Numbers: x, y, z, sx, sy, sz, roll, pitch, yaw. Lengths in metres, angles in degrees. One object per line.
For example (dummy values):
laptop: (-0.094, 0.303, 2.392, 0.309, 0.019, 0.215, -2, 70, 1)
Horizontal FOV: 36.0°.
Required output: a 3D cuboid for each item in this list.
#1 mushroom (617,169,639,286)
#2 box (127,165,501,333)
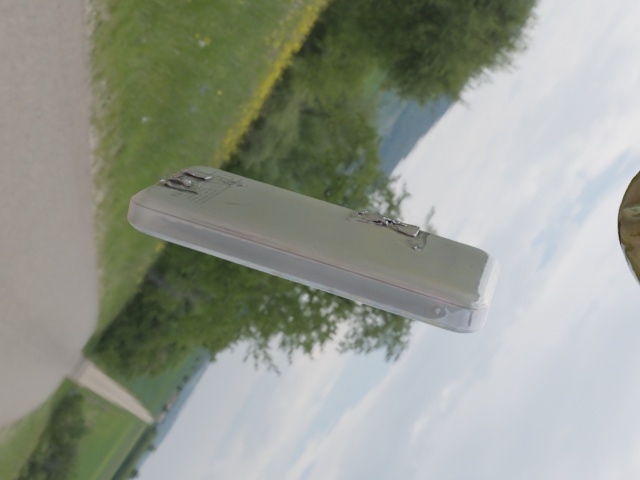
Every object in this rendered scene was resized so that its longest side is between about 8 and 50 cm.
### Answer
mushroom: (0.243, -0.090, 0.363, 0.333, 0.107, 0.087, -48, 174, -3)
box: (0.000, 0.000, 0.785, 0.142, 0.285, 0.044, -43, 149, -70)
